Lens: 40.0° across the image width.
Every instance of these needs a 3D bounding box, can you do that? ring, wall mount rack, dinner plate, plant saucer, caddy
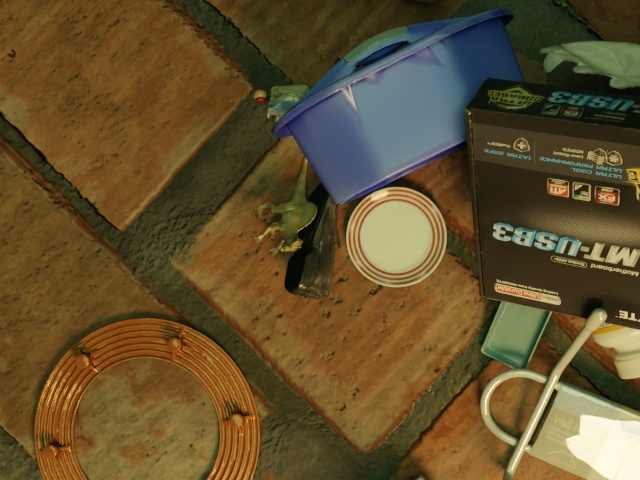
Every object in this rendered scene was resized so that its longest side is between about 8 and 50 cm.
[{"bbox_3d":[-0.254,0.279,1.260,0.336,0.032,0.337,0,87,6],"label":"ring"},{"bbox_3d":[0.386,0.240,1.114,0.350,0.130,0.304,22,108,7],"label":"wall mount rack"},{"bbox_3d":[0.107,-0.005,1.240,0.141,0.017,0.141,0,87,6],"label":"dinner plate"},{"bbox_3d":[0.277,0.085,1.171,0.067,0.018,0.192,27,118,19],"label":"plant saucer"},{"bbox_3d":[0.106,-0.183,1.138,0.341,0.241,0.179,-26,89,4],"label":"caddy"}]

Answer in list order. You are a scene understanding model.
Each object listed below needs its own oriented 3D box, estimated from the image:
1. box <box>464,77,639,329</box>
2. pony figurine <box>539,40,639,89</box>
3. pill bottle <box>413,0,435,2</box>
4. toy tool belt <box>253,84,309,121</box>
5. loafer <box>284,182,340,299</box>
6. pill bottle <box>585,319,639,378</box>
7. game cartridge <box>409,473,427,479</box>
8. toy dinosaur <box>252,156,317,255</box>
[{"bbox_3d":[0.320,-0.028,0.993,0.295,0.293,0.073,13,46,26],"label":"box"},{"bbox_3d":[0.477,-0.153,1.039,0.351,0.303,0.364,-11,107,-25],"label":"pony figurine"},{"bbox_3d":[0.160,-0.518,1.162,0.210,0.210,0.363,25,91,7],"label":"pill bottle"},{"bbox_3d":[-0.054,-0.192,1.250,0.083,0.052,0.051,-3,79,7],"label":"toy tool belt"},{"bbox_3d":[0.000,0.000,1.239,0.061,0.062,0.170,21,81,-32],"label":"loafer"},{"bbox_3d":[0.398,0.069,1.153,0.117,0.117,0.208,-20,85,5],"label":"pill bottle"},{"bbox_3d":[0.085,0.486,1.201,0.294,0.060,0.196,-39,80,4],"label":"game cartridge"},{"bbox_3d":[-0.043,-0.036,1.233,0.092,0.053,0.183,-18,43,26],"label":"toy dinosaur"}]
